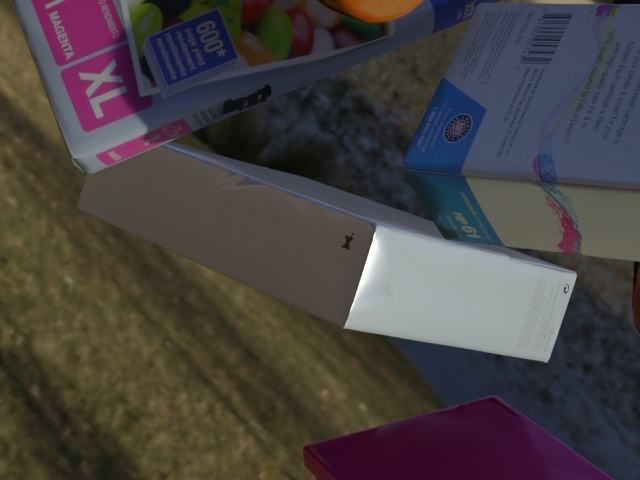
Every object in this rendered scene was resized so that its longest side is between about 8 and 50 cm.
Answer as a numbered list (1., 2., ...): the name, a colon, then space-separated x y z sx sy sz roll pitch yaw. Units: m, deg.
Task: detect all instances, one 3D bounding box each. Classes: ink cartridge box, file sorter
1. ink cartridge box: 0.106 -0.041 0.524 0.122 0.088 0.052 7 -32 35
2. file sorter: 0.141 0.288 1.183 0.202 0.182 0.291 -12 22 -23
3. ink cartridge box: -0.030 -0.183 0.814 0.065 0.311 0.185 89 -21 -83

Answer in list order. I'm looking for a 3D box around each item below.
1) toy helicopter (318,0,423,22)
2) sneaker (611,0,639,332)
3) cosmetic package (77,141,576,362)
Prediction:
1. toy helicopter: 0.005 -0.294 0.654 0.235 0.355 0.140 30 0 -44
2. sneaker: 0.198 -0.067 0.708 0.135 0.276 0.097 17 -21 24
3. cosmetic package: 0.000 0.000 1.296 0.284 0.097 0.377 16 4 -46
